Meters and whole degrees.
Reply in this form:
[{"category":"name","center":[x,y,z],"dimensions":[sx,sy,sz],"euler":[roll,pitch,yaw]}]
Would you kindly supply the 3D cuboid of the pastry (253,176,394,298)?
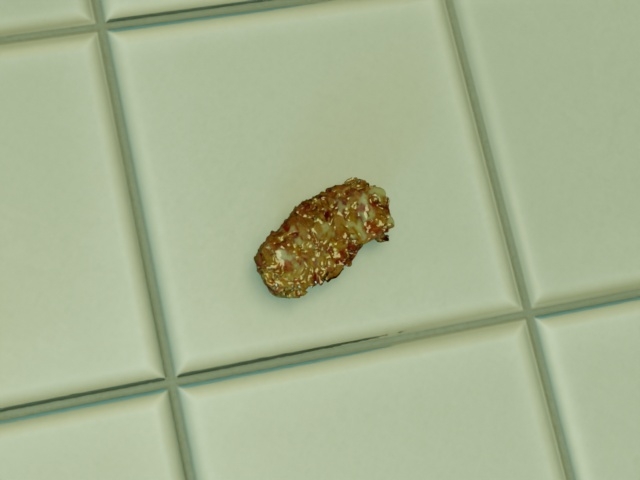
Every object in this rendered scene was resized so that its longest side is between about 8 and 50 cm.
[{"category":"pastry","center":[-0.001,-0.002,1.499],"dimensions":[0.169,0.063,0.087],"euler":[-34,93,-22]}]
